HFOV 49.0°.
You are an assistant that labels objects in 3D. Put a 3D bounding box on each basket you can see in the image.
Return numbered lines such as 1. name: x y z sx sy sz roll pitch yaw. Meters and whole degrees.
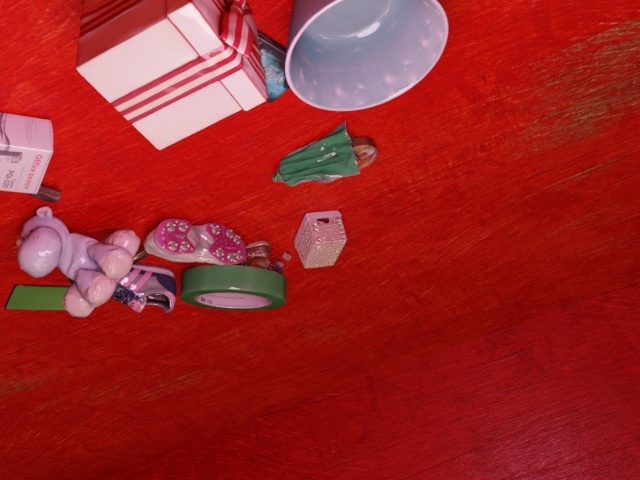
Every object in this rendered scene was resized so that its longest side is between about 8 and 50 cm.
1. basket: 0.000 0.000 2.089 0.113 0.103 0.167 -6 149 -20

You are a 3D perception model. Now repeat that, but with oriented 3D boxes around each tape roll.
1. tape roll: -0.264 0.149 2.144 0.321 0.077 0.321 1 162 0

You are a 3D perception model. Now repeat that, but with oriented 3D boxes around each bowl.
1. bowl: 0.068 -0.408 1.327 0.312 0.163 0.311 -12 152 -6

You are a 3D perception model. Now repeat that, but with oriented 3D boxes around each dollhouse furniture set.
1. dollhouse furniture set: -0.169 0.053 2.198 0.114 0.091 0.081 37 168 -30

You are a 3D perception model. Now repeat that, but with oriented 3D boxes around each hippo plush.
1. hippo plush: -0.602 0.012 1.721 0.234 0.294 0.236 -40 120 19

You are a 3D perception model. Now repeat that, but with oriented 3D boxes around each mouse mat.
1. mouse mat: -0.819 0.171 2.075 0.190 0.007 0.152 4 146 -35

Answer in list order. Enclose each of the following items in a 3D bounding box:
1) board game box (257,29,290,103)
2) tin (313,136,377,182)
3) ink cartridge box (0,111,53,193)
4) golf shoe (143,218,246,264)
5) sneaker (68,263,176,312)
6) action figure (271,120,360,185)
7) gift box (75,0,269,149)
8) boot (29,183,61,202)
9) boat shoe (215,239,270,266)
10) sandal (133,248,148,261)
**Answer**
1. board game box: -0.125 -0.362 1.455 0.126 0.026 0.186 -33 148 29
2. tin: 0.054 -0.208 1.815 0.190 0.040 0.106 -22 155 12
3. ink cartridge box: -0.672 -0.182 1.427 0.218 0.092 0.158 3 147 -34
4. golf shoe: -0.348 0.011 1.951 0.140 0.115 0.306 -18 156 42
5. sneaker: -0.560 0.140 2.021 0.319 0.131 0.112 5 146 -34
6. action figure: -0.020 -0.192 1.744 0.232 0.137 0.063 -18 166 21
7. gift box: -0.228 -0.339 1.213 0.258 0.255 0.276 -23 145 17
8. boot: -0.630 -0.124 1.609 0.106 0.037 0.114 -16 152 29
9. boat shoe: -0.234 0.053 2.108 0.178 0.060 0.064 -18 152 3
10. sandal: -0.549 0.049 1.944 0.180 0.049 0.072 -23 178 -15
